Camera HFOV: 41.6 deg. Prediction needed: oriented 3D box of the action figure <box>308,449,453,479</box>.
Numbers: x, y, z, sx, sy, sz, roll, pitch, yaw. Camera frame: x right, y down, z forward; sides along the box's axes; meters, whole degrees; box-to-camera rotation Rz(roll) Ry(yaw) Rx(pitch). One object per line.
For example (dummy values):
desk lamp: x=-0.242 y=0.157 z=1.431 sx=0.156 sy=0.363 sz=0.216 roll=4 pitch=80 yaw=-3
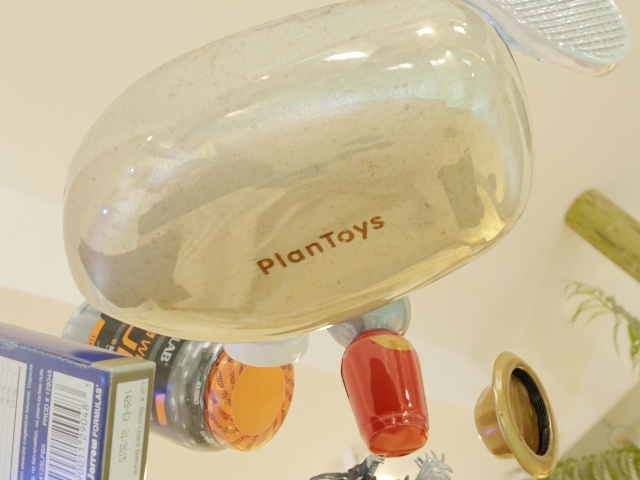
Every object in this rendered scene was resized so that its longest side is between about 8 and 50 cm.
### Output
action figure: x=0.126 y=0.337 z=1.082 sx=0.141 sy=0.276 sz=0.164 roll=-64 pitch=-2 yaw=0

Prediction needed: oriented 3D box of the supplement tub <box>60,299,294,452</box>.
supplement tub: x=-0.220 y=0.196 z=1.283 sx=0.207 sy=0.338 sz=0.207 roll=-16 pitch=-70 yaw=-53

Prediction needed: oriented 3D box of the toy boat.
toy boat: x=0.000 y=0.000 z=0.516 sx=0.268 sy=0.148 sz=0.318 roll=-18 pitch=-45 yaw=7

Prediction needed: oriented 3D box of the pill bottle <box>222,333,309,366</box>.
pill bottle: x=-0.059 y=0.008 z=0.925 sx=0.136 sy=0.136 sz=0.245 roll=-13 pitch=-62 yaw=-32

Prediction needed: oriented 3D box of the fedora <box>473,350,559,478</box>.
fedora: x=0.285 y=0.266 z=1.269 sx=0.079 sy=0.194 sz=0.194 roll=-27 pitch=-28 yaw=33

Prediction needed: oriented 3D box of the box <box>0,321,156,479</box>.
box: x=-0.184 y=0.110 z=0.447 sx=0.036 sy=0.225 sz=0.136 roll=0 pitch=-83 yaw=-58

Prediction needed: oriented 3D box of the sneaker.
sneaker: x=0.242 y=-0.313 z=1.139 sx=0.135 sy=0.366 sz=0.150 roll=-46 pitch=-19 yaw=-17
